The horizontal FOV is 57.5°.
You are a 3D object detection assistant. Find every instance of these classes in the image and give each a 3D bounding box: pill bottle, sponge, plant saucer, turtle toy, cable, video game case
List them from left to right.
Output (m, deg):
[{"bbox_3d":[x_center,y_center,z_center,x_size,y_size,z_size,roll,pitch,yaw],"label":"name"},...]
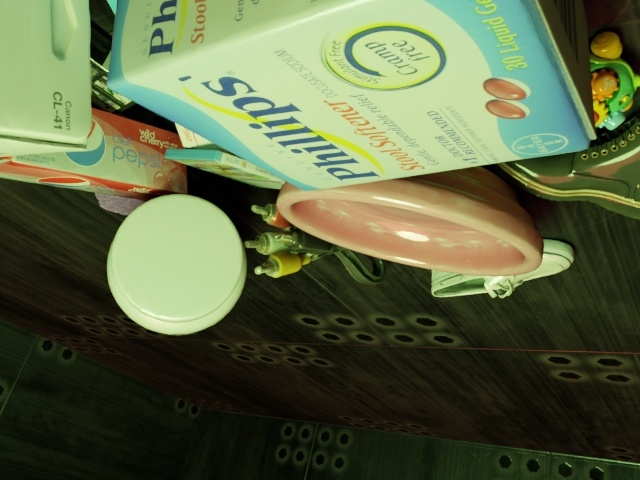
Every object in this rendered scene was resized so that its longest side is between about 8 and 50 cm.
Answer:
[{"bbox_3d":[-0.326,-0.098,0.973,0.117,0.031,0.210,16,154,-1],"label":"sponge"},{"bbox_3d":[-0.227,0.050,0.937,0.204,0.204,0.361,20,167,-10],"label":"pill bottle"},{"bbox_3d":[-0.110,-0.095,0.796,0.119,0.015,0.166,11,178,44],"label":"video game case"},{"bbox_3d":[0.000,0.000,0.935,0.072,0.139,0.287,-13,163,37],"label":"cable"},{"bbox_3d":[0.113,-0.036,0.741,0.332,0.084,0.332,14,171,2],"label":"plant saucer"},{"bbox_3d":[0.241,-0.137,0.567,0.130,0.066,0.095,-6,147,35],"label":"turtle toy"}]

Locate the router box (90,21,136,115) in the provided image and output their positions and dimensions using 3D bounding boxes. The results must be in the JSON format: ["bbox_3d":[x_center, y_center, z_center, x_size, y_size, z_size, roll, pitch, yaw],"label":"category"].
[{"bbox_3d":[-0.313,-0.222,0.709,0.133,0.046,0.179,-11,144,42],"label":"router box"}]

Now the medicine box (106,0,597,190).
[{"bbox_3d":[0.037,-0.160,0.458,0.289,0.149,0.263,-7,164,32],"label":"medicine box"}]

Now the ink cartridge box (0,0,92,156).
[{"bbox_3d":[-0.374,-0.194,0.562,0.306,0.226,0.131,0,-177,32],"label":"ink cartridge box"}]

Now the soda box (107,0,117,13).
[{"bbox_3d":[-0.162,-0.254,0.542,0.067,0.071,0.210,8,153,14],"label":"soda box"}]

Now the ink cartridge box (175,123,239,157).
[{"bbox_3d":[-0.113,-0.159,0.705,0.198,0.067,0.115,12,154,6],"label":"ink cartridge box"}]

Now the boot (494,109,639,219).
[{"bbox_3d":[0.299,-0.106,0.616,0.198,0.077,0.137,12,141,2],"label":"boot"}]

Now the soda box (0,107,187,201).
[{"bbox_3d":[-0.291,-0.112,0.745,0.083,0.092,0.263,-6,173,31],"label":"soda box"}]

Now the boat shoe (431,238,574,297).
[{"bbox_3d":[0.278,0.055,0.911,0.226,0.075,0.083,-12,143,42],"label":"boat shoe"}]
